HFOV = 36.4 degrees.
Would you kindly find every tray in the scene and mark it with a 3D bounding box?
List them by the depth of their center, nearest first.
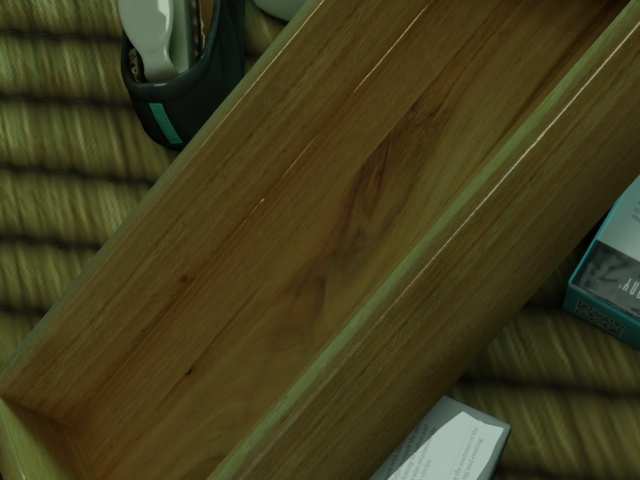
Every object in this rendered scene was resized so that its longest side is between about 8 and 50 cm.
[{"bbox_3d":[0.000,0.000,0.493,0.411,0.076,0.203,-49,41,5],"label":"tray"}]

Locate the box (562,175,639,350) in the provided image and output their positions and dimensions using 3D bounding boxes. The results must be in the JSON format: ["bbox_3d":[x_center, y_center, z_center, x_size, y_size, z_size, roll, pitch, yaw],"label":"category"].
[{"bbox_3d":[0.243,-0.045,0.558,0.101,0.060,0.244,30,80,17],"label":"box"}]

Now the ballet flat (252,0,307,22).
[{"bbox_3d":[0.067,-0.177,0.618,0.249,0.086,0.086,7,74,12],"label":"ballet flat"}]

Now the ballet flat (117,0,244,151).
[{"bbox_3d":[-0.093,-0.197,0.640,0.095,0.096,0.280,-12,71,15],"label":"ballet flat"}]

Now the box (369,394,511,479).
[{"bbox_3d":[0.041,0.130,0.517,0.087,0.102,0.101,22,78,13],"label":"box"}]
